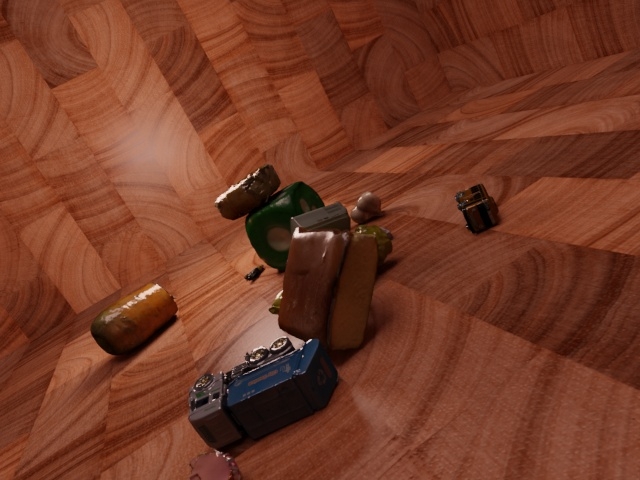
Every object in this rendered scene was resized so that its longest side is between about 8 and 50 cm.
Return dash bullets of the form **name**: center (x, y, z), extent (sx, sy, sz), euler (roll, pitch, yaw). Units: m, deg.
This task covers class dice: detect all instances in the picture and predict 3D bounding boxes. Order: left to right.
- **dice**: center (-0.133, -0.064, 2.258), extent (0.287, 0.297, 0.300), euler (-25, 17, 24)

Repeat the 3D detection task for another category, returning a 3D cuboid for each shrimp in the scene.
- **shrimp**: center (-0.312, 0.157, 2.355), extent (0.091, 0.034, 0.161), euler (-34, 7, 24)

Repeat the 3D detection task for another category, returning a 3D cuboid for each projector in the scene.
- **projector**: center (0.000, 0.000, 1.871), extent (0.199, 0.250, 0.108), euler (-21, 44, -23)

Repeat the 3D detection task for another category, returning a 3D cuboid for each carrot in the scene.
- **carrot**: center (-0.822, 0.344, 2.269), extent (0.224, 0.224, 0.341), euler (-10, 25, 47)

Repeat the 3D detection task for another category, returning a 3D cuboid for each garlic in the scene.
- **garlic**: center (0.203, -0.138, 2.264), extent (0.174, 0.124, 0.099), euler (-54, 32, 32)

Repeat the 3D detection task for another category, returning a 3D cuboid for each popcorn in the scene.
- **popcorn**: center (0.087, 0.064, 1.743), extent (0.286, 0.173, 0.225), euler (-38, 14, -23)

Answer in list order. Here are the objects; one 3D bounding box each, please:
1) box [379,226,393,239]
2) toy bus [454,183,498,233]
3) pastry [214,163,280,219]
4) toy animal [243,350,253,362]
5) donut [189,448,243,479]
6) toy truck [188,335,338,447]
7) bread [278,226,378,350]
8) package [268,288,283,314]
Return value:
- **box**: center (0.235, -0.021, 1.989), extent (0.051, 0.036, 0.117), euler (-30, 15, -6)
- **toy bus**: center (0.516, -0.108, 1.695), extent (0.114, 0.098, 0.201), euler (-23, 16, 18)
- **pastry**: center (-0.307, -0.213, 2.256), extent (0.330, 0.136, 0.329), euler (-34, 12, 8)
- **toy animal**: center (-0.221, 0.364, 1.585), extent (0.050, 0.028, 0.084), euler (-28, 14, -30)
- **donut**: center (-0.244, 0.532, 1.025), extent (0.199, 0.085, 0.233), euler (-10, 24, 47)
- **toy truck**: center (-0.144, 0.366, 1.259), extent (0.368, 0.146, 0.175), euler (-26, 21, 6)
- **bread**: center (0.010, 0.126, 1.462), extent (0.143, 0.323, 0.333), euler (11, -3, -28)
- **package**: center (-0.072, 0.184, 1.776), extent (0.169, 0.090, 0.226), euler (-17, 16, 23)
